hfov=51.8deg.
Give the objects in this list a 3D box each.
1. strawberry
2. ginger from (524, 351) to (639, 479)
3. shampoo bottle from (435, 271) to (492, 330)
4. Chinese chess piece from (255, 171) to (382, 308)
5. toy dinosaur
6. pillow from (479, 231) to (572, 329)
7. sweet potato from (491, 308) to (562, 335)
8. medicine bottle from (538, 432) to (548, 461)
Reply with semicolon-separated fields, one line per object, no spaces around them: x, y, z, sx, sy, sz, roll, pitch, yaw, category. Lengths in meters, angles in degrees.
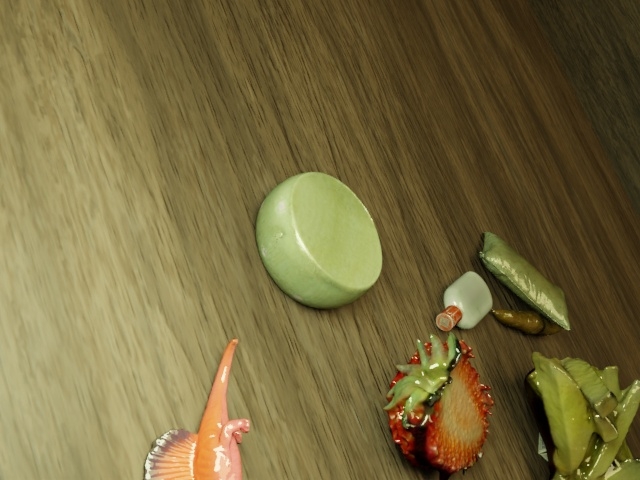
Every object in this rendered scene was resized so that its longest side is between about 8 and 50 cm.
0.210;0.321;1.208;0.233;0.138;0.306;-60;141;-29;strawberry
0.633;0.419;1.457;0.413;0.211;0.358;27;49;-33;ginger
0.323;0.146;1.491;0.221;0.051;0.108;-26;88;-54;shampoo bottle
0.000;0.000;1.178;0.250;0.101;0.250;28;47;-35;Chinese chess piece
-0.163;0.264;0.863;0.139;0.070;0.286;3;59;-23;toy dinosaur
0.530;0.098;1.711;0.302;0.075;0.185;40;26;-4;pillow
0.529;0.207;1.680;0.274;0.067;0.067;17;53;-37;sweet potato
0.597;0.491;1.573;0.201;0.052;0.171;43;41;-17;medicine bottle
